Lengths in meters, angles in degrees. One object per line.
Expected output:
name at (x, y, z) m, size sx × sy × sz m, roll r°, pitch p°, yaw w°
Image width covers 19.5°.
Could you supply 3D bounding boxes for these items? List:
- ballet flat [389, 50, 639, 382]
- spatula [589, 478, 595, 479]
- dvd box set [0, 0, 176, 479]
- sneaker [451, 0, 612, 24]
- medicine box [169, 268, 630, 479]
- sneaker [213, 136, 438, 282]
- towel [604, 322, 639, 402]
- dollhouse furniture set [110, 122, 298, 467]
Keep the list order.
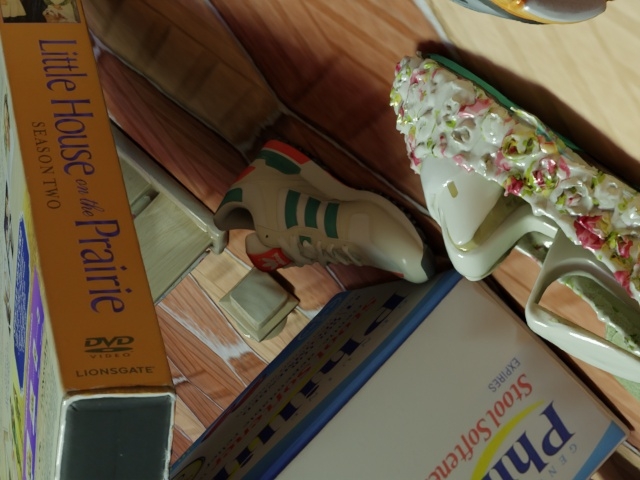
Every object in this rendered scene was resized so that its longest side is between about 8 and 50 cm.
ballet flat at (0.105, -0.001, 0.830) m, size 0.241 × 0.077 × 0.091 m, roll 37°, pitch 165°, yaw 29°
spatula at (0.269, 0.231, 1.124) m, size 0.296 × 0.030 × 0.084 m, roll 38°, pitch 166°, yaw 22°
dvd box set at (-0.161, 0.061, 1.134) m, size 0.420 × 0.062 × 0.307 m, roll -110°, pitch 23°, yaw -49°
sneaker at (0.014, -0.151, 0.652) m, size 0.215 × 0.084 × 0.083 m, roll 45°, pitch 171°, yaw -8°
medicine box at (0.011, 0.164, 1.174) m, size 0.149 × 0.263 × 0.289 m, roll 46°, pitch 166°, yaw -6°
sneaker at (0.000, 0.000, 1.123) m, size 0.161 × 0.075 × 0.057 m, roll 33°, pitch 162°, yaw 39°
towel at (0.197, 0.079, 0.903) m, size 0.148 × 0.027 × 0.110 m, roll 41°, pitch 165°, yaw 17°
dollhouse furniture set at (-0.203, 0.095, 1.498) m, size 0.355 × 0.303 × 0.174 m, roll 43°, pitch 167°, yaw 9°
